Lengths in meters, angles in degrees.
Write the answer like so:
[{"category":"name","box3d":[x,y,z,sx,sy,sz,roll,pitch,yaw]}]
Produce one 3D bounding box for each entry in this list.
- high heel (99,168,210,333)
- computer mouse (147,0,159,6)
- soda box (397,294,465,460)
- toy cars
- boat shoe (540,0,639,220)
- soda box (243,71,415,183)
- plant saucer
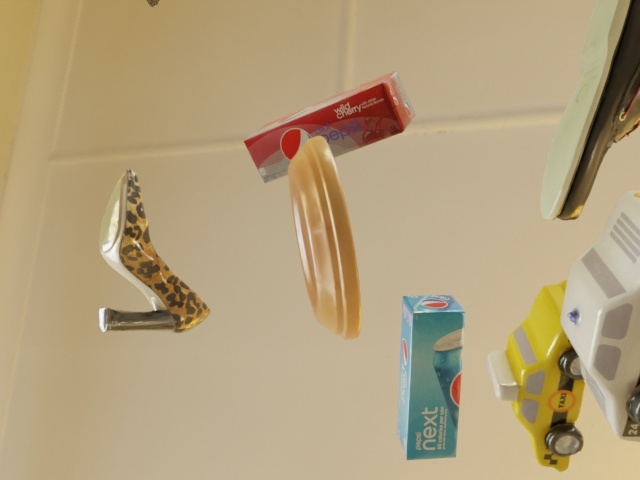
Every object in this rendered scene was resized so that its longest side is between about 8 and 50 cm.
[{"category":"high heel","box3d":[-0.260,0.021,1.151,0.093,0.186,0.261,5,-89,52]},{"category":"computer mouse","box3d":[-0.183,-0.279,0.627,0.041,0.242,0.071,-42,-96,0]},{"category":"soda box","box3d":[0.145,0.181,0.938,0.071,0.067,0.210,-1,-75,-5]},{"category":"toy cars","box3d":[0.215,0.097,0.615,0.087,0.394,0.176,0,-113,0]},{"category":"boat shoe","box3d":[0.152,-0.071,0.370,0.042,0.049,0.133,18,-84,-3]},{"category":"soda box","box3d":[0.012,-0.180,1.134,0.263,0.092,0.083,-18,-72,27]},{"category":"plant saucer","box3d":[0.000,0.000,0.686,0.037,0.200,0.200,-10,-110,-5]}]
